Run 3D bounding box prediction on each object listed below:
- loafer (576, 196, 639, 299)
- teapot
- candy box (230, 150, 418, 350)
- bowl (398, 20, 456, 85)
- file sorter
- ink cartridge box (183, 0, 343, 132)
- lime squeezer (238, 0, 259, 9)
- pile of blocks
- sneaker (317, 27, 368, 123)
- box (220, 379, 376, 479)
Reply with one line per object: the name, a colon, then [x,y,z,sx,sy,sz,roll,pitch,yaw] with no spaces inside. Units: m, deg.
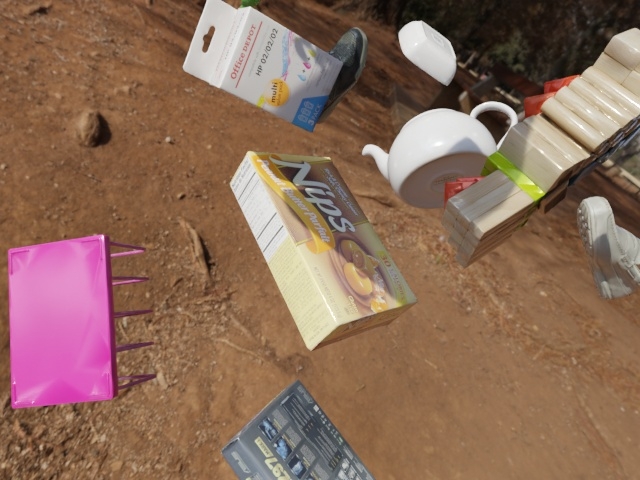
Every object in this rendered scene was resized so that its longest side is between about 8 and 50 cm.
loafer: [0.637,0.015,0.942,0.319,0.111,0.112,47,35,-38]
teapot: [0.266,-0.205,0.978,0.255,0.252,0.187,7,59,-22]
candy box: [0.000,0.000,0.709,0.182,0.087,0.317,-5,57,-43]
bowl: [0.246,-0.426,0.970,0.141,0.053,0.142,24,45,-22]
file sorter: [-0.460,0.156,0.874,0.182,0.202,0.291,33,50,-78]
ink cartridge box: [-0.074,-0.230,0.576,0.181,0.104,0.061,17,14,-31]
lime squeezer: [-0.202,-0.669,1.105,0.109,0.311,0.059,26,42,24]
pile of blocks: [0.292,-0.123,0.567,0.113,0.362,0.149,54,11,25]
sneaker: [0.005,-0.355,0.936,0.130,0.227,0.087,-6,57,-49]
box: [-0.026,0.374,0.714,0.233,0.059,0.183,49,28,8]
